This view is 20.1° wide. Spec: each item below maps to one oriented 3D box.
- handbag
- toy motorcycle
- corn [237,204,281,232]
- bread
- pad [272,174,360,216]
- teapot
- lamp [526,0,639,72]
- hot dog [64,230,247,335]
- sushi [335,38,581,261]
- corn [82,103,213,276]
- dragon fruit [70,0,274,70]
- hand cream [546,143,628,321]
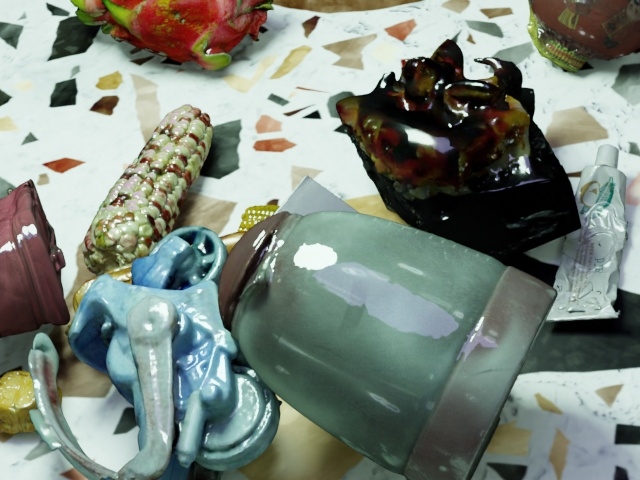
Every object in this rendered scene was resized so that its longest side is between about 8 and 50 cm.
[{"bbox_3d":[-0.355,0.024,2.036,0.135,0.146,0.225,-15,17,-5],"label":"handbag"},{"bbox_3d":[-0.182,0.129,1.870,0.241,0.182,0.319,-8,47,-15],"label":"toy motorcycle"},{"bbox_3d":[0.000,0.000,2.066,0.207,0.068,0.068,10,47,20],"label":"corn"},{"bbox_3d":[-0.324,0.176,1.969,0.083,0.046,0.081,-18,38,-4],"label":"bread"},{"bbox_3d":[0.019,0.027,2.003,0.190,0.004,0.127,36,77,14],"label":"pad"},{"bbox_3d":[0.055,0.086,1.820,0.312,0.315,0.233,27,92,8],"label":"teapot"},{"bbox_3d":[0.328,-0.277,2.243,0.135,0.156,0.157,-61,15,3],"label":"lamp"},{"bbox_3d":[-0.168,0.064,2.038,0.250,0.076,0.104,-21,63,-5],"label":"hot dog"},{"bbox_3d":[0.138,-0.106,2.027,0.215,0.212,0.227,-24,48,15],"label":"sushi"},{"bbox_3d":[-0.201,-0.057,2.164,0.092,0.092,0.280,6,41,19],"label":"corn"},{"bbox_3d":[-0.193,-0.322,2.394,0.200,0.198,0.269,1,0,-38],"label":"dragon fruit"},{"bbox_3d":[0.305,-0.005,2.019,0.084,0.050,0.257,1,50,16],"label":"hand cream"}]
